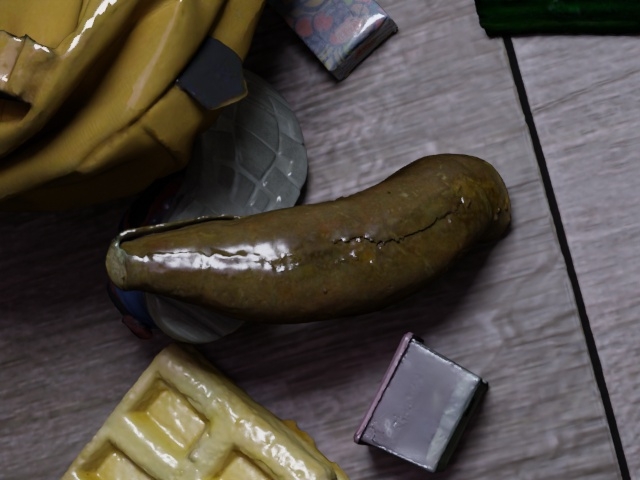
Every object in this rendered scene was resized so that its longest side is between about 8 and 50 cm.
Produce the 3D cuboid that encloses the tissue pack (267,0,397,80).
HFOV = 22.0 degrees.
[{"bbox_3d":[0.008,-0.170,1.221,0.063,0.035,0.083,-43,69,5],"label":"tissue pack"}]

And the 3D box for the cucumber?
[{"bbox_3d":[0.216,-0.207,1.151,0.244,0.063,0.115,0,79,16],"label":"cucumber"}]

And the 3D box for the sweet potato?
[{"bbox_3d":[0.000,0.006,1.108,0.286,0.085,0.112,-14,38,-16],"label":"sweet potato"}]

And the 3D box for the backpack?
[{"bbox_3d":[-0.187,-0.162,1.159,0.378,0.201,0.353,-5,50,42],"label":"backpack"}]

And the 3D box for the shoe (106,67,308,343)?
[{"bbox_3d":[-0.090,-0.016,1.196,0.125,0.099,0.227,-31,35,51],"label":"shoe"}]

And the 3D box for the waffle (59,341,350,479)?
[{"bbox_3d":[-0.122,0.220,1.166,0.168,0.057,0.274,40,92,20],"label":"waffle"}]

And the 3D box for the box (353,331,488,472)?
[{"bbox_3d":[0.070,0.115,1.130,0.063,0.060,0.084,28,87,13],"label":"box"}]
